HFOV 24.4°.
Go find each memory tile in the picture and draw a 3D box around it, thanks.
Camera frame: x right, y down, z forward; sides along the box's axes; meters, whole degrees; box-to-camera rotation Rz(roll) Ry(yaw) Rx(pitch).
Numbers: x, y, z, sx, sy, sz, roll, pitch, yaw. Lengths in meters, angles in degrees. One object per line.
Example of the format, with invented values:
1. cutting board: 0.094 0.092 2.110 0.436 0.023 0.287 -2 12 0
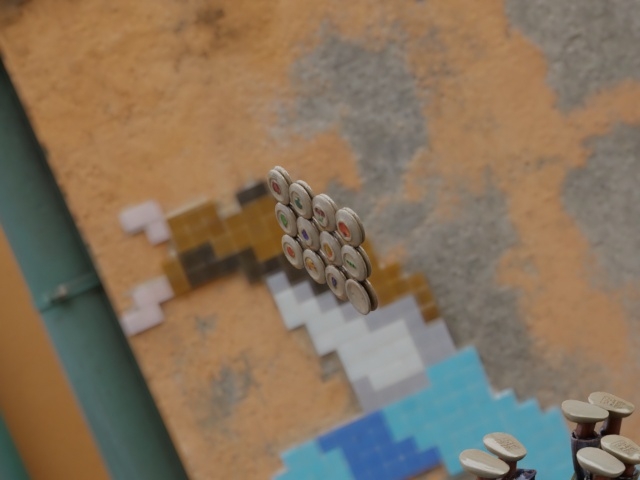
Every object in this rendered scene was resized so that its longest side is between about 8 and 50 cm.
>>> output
1. memory tile: 0.000 0.000 1.377 0.012 0.113 0.148 -28 36 -25

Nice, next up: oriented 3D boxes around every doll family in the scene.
1. doll family: 0.098 0.150 0.677 0.193 0.111 0.076 -12 29 -41
